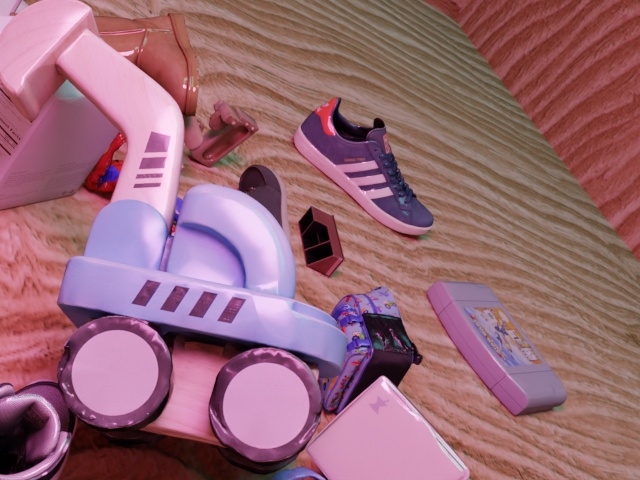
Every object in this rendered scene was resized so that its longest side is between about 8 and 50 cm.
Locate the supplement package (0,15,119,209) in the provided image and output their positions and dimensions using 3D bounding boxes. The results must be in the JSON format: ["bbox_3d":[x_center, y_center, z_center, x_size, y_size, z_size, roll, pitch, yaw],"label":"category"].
[{"bbox_3d":[-0.374,-0.165,1.254,0.149,0.203,0.194,47,25,10],"label":"supplement package"}]

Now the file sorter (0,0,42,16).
[{"bbox_3d":[-0.547,-0.450,1.494,0.193,0.173,0.277,44,26,7],"label":"file sorter"}]

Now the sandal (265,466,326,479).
[{"bbox_3d":[-0.010,0.361,0.991,0.126,0.138,0.317,-4,45,-29],"label":"sandal"}]

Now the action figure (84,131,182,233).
[{"bbox_3d":[-0.240,-0.102,1.350,0.280,0.139,0.091,26,20,37],"label":"action figure"}]

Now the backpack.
[{"bbox_3d":[0.055,0.150,1.414,0.116,0.158,0.173,10,39,-23],"label":"backpack"}]

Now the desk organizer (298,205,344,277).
[{"bbox_3d":[0.000,0.000,1.702,0.050,0.047,0.130,25,30,-26],"label":"desk organizer"}]

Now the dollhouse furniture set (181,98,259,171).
[{"bbox_3d":[-0.184,-0.145,1.590,0.151,0.144,0.123,32,28,-53],"label":"dollhouse furniture set"}]

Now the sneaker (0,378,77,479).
[{"bbox_3d":[-0.275,0.184,0.900,0.101,0.153,0.268,40,25,-5],"label":"sneaker"}]

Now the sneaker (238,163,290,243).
[{"bbox_3d":[-0.121,-0.063,1.587,0.118,0.083,0.222,23,32,-33],"label":"sneaker"}]

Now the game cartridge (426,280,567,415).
[{"bbox_3d":[0.333,0.197,1.854,0.198,0.062,0.297,10,39,-54],"label":"game cartridge"}]

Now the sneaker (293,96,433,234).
[{"bbox_3d":[0.118,-0.155,1.992,0.350,0.148,0.131,37,26,-10],"label":"sneaker"}]

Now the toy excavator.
[{"bbox_3d":[-0.168,-0.009,1.036,0.432,0.222,0.445,12,72,0],"label":"toy excavator"}]

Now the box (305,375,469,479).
[{"bbox_3d":[0.087,0.260,1.177,0.148,0.121,0.311,48,-2,14],"label":"box"}]

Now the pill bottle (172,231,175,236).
[{"bbox_3d":[-0.100,0.114,1.183,0.152,0.152,0.272,-10,81,-59],"label":"pill bottle"}]

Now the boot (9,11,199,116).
[{"bbox_3d":[-0.334,-0.270,1.503,0.269,0.089,0.236,-4,44,-17],"label":"boot"}]

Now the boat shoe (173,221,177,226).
[{"bbox_3d":[-0.155,0.005,1.418,0.257,0.095,0.095,21,32,-37],"label":"boat shoe"}]
